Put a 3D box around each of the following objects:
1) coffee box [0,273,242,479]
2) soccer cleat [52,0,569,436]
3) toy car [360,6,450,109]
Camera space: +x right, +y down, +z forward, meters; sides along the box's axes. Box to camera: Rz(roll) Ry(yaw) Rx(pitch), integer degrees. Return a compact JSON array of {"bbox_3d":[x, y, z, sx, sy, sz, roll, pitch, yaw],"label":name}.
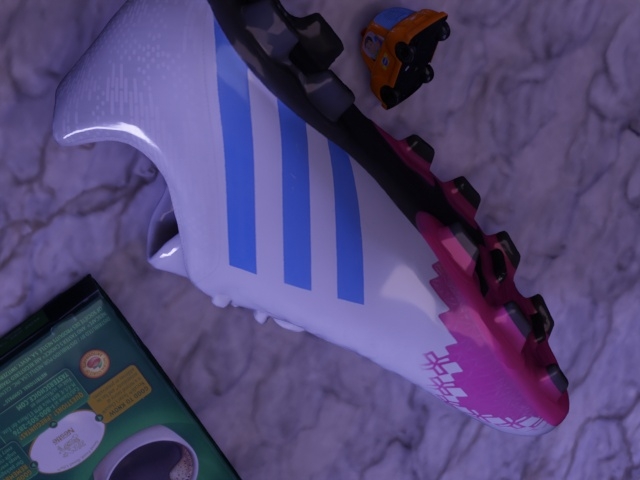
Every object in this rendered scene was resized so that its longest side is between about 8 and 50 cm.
[{"bbox_3d":[-0.114,0.123,0.808,0.113,0.040,0.184,-36,114,-5],"label":"coffee box"},{"bbox_3d":[0.000,0.000,0.787,0.143,0.116,0.331,-33,118,17],"label":"soccer cleat"},{"bbox_3d":[0.065,-0.126,0.807,0.040,0.060,0.122,39,69,18],"label":"toy car"}]
